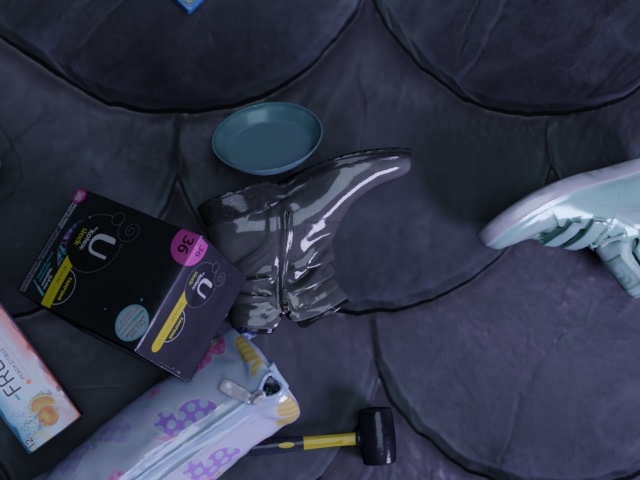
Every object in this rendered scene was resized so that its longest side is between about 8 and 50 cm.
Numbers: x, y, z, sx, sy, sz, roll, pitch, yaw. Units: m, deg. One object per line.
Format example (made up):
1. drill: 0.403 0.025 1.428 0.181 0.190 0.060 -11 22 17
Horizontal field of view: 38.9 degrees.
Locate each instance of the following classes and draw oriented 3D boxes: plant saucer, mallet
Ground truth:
1. plant saucer: -0.056 -0.106 0.974 0.119 0.021 0.119 -4 44 4
2. mallet: -0.011 0.205 0.962 0.190 0.039 0.062 4 82 -9

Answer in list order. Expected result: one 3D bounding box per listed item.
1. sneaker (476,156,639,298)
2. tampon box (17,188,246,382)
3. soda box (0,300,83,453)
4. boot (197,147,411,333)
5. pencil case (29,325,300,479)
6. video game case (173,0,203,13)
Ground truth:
1. sneaker: 0.311 0.002 1.031 0.256 0.094 0.151 -17 80 -17
2. tampon box: -0.179 0.042 0.870 0.161 0.101 0.120 19 74 30
3. soda box: -0.311 0.118 0.890 0.063 0.058 0.183 -36 91 -15
4. boot: 0.000 0.000 0.979 0.247 0.083 0.161 -19 94 -10
5. pencil case: -0.151 0.205 0.882 0.273 0.124 0.113 -36 113 -14
6. video game case: -0.135 -0.351 1.021 0.119 0.015 0.166 43 75 -4
